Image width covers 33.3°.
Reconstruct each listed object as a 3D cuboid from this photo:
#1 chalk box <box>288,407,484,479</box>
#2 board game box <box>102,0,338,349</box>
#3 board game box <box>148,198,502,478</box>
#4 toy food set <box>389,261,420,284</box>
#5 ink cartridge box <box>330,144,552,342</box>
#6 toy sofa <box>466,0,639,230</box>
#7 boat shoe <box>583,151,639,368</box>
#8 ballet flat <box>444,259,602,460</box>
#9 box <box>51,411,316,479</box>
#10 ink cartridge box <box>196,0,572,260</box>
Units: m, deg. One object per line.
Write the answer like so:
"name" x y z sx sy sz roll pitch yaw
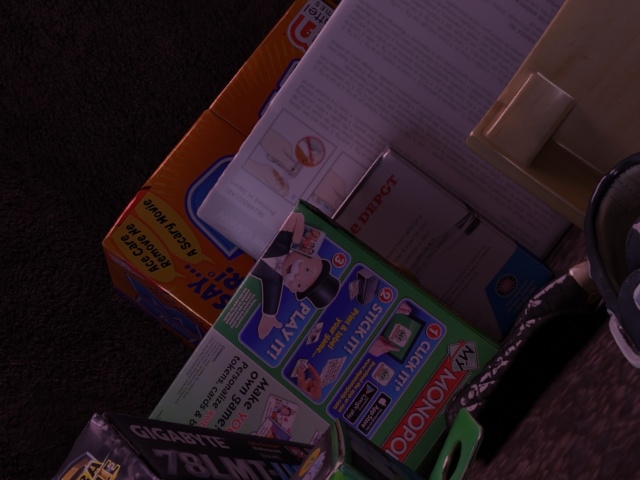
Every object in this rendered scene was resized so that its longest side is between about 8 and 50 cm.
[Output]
"chalk box" 0.027 0.185 0.557 0.213 0.132 0.132 -52 0 0
"board game box" 0.000 0.000 1.260 0.356 0.356 0.356 -53 1 -13
"board game box" -0.022 0.156 0.875 0.317 0.213 0.046 -55 -21 6
"toy food set" 0.049 0.085 0.953 0.132 0.192 0.038 -55 6 10
"ink cartridge box" 0.096 0.022 1.000 0.139 0.191 0.082 -52 2 10
"toy sofa" 0.258 -0.171 0.709 0.177 0.150 0.362 -50 -6 -38
"boat shoe" 0.176 0.021 0.484 0.114 0.091 0.302 -53 1 9
"ballet flat" 0.155 0.085 0.770 0.173 0.057 0.049 -54 41 14
"box" -0.101 0.259 0.688 0.295 0.073 0.293 22 -79 -55
"ink cartridge box" 0.111 -0.095 1.069 0.385 0.308 0.091 -54 1 9
